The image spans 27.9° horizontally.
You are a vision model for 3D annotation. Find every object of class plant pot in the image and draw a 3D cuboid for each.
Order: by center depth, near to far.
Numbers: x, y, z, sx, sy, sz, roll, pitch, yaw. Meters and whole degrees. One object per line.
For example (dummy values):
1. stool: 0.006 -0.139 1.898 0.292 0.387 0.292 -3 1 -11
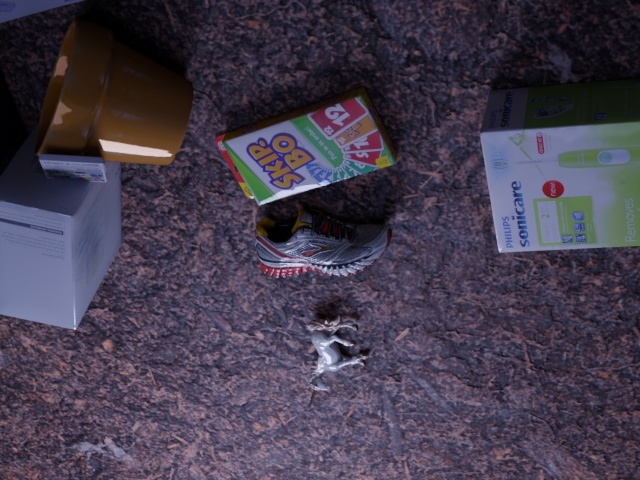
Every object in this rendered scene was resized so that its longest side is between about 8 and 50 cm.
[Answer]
1. plant pot: -0.291 -0.193 1.850 0.187 0.205 0.205 16 131 -18

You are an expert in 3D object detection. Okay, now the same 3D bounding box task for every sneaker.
1. sneaker: 0.000 0.000 1.981 0.225 0.088 0.093 -6 124 18

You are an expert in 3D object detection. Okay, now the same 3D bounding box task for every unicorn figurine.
1. unicorn figurine: 0.020 0.192 2.150 0.111 0.060 0.162 -8 108 20

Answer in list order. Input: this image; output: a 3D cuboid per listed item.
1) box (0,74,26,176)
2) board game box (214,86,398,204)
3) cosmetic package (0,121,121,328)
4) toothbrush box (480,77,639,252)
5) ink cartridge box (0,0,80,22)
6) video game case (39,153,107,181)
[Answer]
1. box: -0.633 -0.193 1.929 0.296 0.183 0.294 -4 127 15
2. board game box: -0.027 -0.135 1.921 0.259 0.039 0.124 -15 121 27
3. cosmetic package: -0.399 -0.027 1.972 0.138 0.224 0.225 12 129 5
4. toothbrush box: 0.378 -0.104 1.787 0.283 0.122 0.206 -2 126 17
5. ink cartridge box: -0.400 -0.355 1.802 0.207 0.097 0.046 -10 124 21
6. video game case: -0.347 -0.101 1.814 0.087 0.011 0.122 3 170 -6
